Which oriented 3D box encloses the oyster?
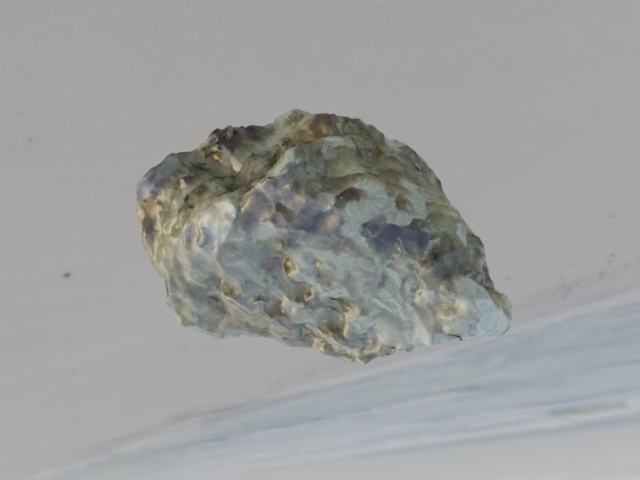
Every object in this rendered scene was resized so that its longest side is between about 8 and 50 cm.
[{"bbox_3d":[0.000,0.000,0.437,0.177,0.125,0.064,-6,-167,7],"label":"oyster"}]
